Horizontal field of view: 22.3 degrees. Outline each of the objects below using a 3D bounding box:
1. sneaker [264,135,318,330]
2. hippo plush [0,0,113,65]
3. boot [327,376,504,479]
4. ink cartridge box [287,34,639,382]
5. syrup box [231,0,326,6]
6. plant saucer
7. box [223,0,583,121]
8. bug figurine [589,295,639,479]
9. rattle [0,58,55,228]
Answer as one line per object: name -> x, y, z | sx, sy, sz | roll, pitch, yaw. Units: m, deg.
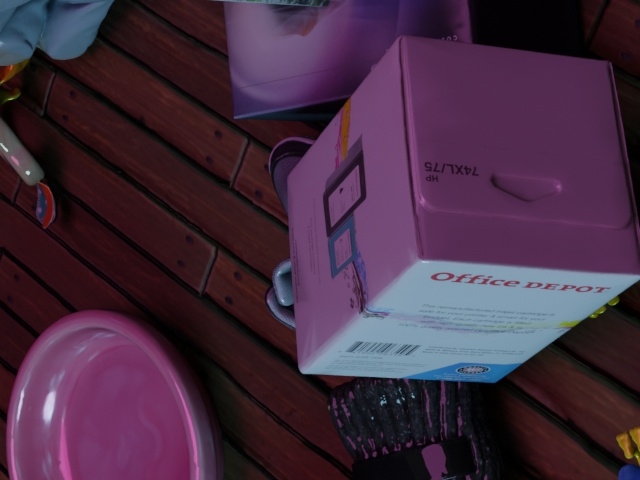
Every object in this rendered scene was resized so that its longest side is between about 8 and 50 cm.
sneaker -> 0.000, 0.000, 1.577 | 0.101, 0.153, 0.268 | -51, 61, 31
hippo plush -> -0.326, -0.358, 1.794 | 0.294, 0.234, 0.236 | -37, 69, 37
boot -> 0.046, 0.271, 1.562 | 0.348, 0.131, 0.260 | -29, 80, 28
ink cartridge box -> 0.111, -0.016, 1.365 | 0.270, 0.198, 0.197 | 133, 137, -59
syrup box -> -0.096, -0.254, 1.353 | 0.096, 0.237, 0.093 | 25, 110, 39
plant saucer -> -0.224, 0.241, 1.836 | 0.332, 0.084, 0.332 | 2, 93, 42
box -> 0.065, -0.270, 1.490 | 0.296, 0.183, 0.294 | -7, 89, 42
bug figurine -> 0.301, 0.095, 1.371 | 0.216, 0.072, 0.279 | -25, 71, 33
rattle -> -0.337, -0.131, 1.952 | 0.199, 0.143, 0.130 | 46, 154, 12
